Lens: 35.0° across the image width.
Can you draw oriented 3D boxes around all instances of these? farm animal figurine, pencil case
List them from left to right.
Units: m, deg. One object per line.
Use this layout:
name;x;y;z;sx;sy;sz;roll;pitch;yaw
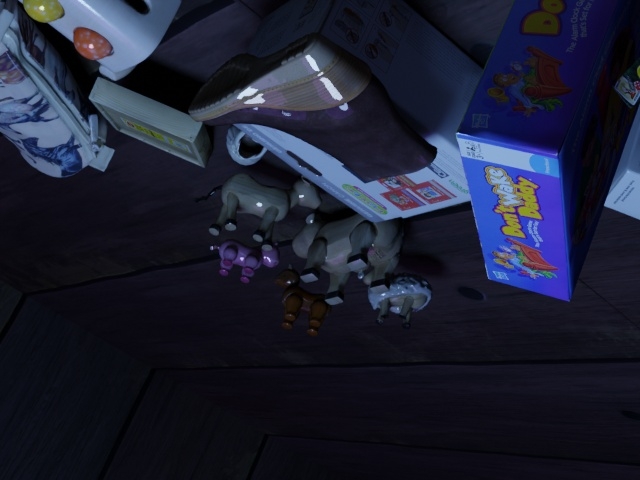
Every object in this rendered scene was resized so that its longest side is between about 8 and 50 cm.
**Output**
pencil case;-0.451;-0.242;1.524;0.184;0.159;0.410;15;163;14
farm animal figurine;0.000;0.000;1.696;0.327;0.172;0.330;-3;140;24

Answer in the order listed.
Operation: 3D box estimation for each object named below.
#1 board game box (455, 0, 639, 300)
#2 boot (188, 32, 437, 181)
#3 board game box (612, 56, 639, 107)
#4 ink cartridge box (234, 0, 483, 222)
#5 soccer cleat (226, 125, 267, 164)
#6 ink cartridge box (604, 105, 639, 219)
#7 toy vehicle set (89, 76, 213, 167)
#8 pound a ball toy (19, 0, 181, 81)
board game box;0.226;-0.156;0.869;0.078;0.347;0.233;16;156;23
boot;-0.015;-0.127;1.160;0.248;0.090;0.207;-11;136;46
board game box;0.343;-0.207;0.779;0.030;0.260;0.136;48;158;10
ink cartridge box;0.056;-0.168;1.285;0.309;0.130;0.272;35;154;-24
soccer cleat;-0.111;-0.150;1.559;0.068;0.076;0.196;28;157;-10
ink cartridge box;0.431;-0.079;1.098;0.208;0.153;0.087;21;156;3
toy vehicle set;-0.257;-0.179;1.585;0.166;0.035;0.267;23;175;-2
pound a ball toy;-0.339;-0.319;1.330;0.319;0.135;0.208;38;153;-30
